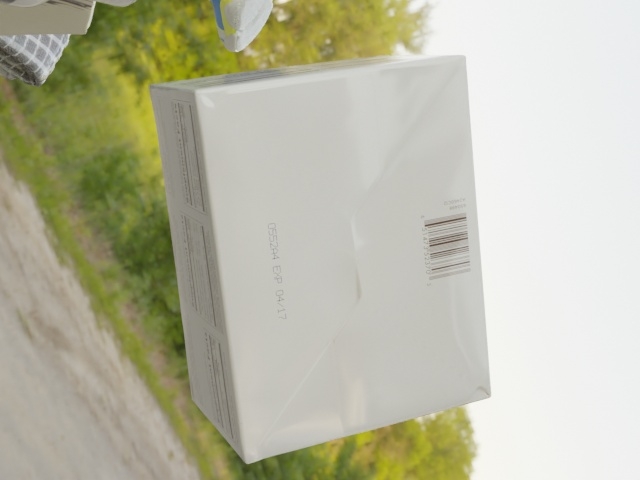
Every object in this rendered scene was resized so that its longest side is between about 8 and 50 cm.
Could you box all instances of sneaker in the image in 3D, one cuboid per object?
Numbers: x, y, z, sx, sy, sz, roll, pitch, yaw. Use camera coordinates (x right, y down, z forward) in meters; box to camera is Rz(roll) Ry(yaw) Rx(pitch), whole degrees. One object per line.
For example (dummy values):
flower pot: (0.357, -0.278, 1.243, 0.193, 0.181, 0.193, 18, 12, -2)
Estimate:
sneaker: (-0.117, -0.342, 1.230, 0.126, 0.091, 0.240, 30, -43, 16)

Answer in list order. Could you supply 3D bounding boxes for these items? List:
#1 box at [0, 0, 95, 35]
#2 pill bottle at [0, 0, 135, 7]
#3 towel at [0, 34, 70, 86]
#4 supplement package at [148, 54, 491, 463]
box: (-0.288, -0.193, 0.669, 0.094, 0.275, 0.113, 148, -67, -69)
pill bottle: (-0.158, -0.158, 0.464, 0.094, 0.169, 0.094, -14, -107, 53)
towel: (-0.348, -0.321, 1.077, 0.284, 0.121, 0.235, 37, 73, -57)
supplement package: (0.000, 0.000, 0.792, 0.145, 0.204, 0.261, -155, -124, -66)
